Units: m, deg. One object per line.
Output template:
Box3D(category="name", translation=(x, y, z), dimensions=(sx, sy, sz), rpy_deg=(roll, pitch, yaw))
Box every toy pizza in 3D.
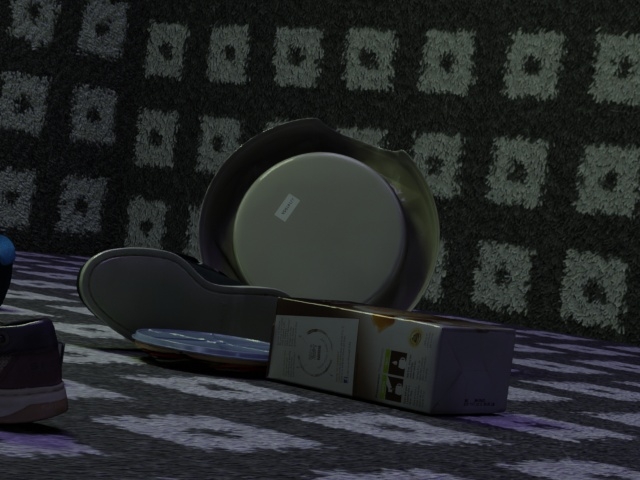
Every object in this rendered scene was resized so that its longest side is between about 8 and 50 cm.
Box3D(category="toy pizza", translation=(-0.127, 0.135, 1.987), dimensions=(0.201, 0.032, 0.201), rpy_deg=(8, 1, 0))

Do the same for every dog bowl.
Box3D(category="dog bowl", translation=(0.000, 0.000, 2.421), dimensions=(0.349, 0.348, 0.102), rpy_deg=(7, -13, 5))

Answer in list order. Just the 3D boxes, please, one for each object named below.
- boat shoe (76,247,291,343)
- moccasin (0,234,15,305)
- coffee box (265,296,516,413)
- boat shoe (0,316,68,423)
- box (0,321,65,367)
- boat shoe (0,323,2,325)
Box3D(category="boat shoe", translation=(-0.188, 0.078, 2.155), dimensions=(0.340, 0.127, 0.113), rpy_deg=(8, -1, -40))
Box3D(category="moccasin", translation=(-0.618, 0.030, 2.475), dimensions=(0.342, 0.116, 0.138), rpy_deg=(13, 16, 26))
Box3D(category="coffee box", translation=(0.077, 0.128, 1.874), dimensions=(0.246, 0.098, 0.141), rpy_deg=(8, 1, 41))
Box3D(category="boat shoe", translation=(-0.331, 0.088, 1.360), dimensions=(0.285, 0.092, 0.103), rpy_deg=(6, 3, 26))
Box3D(category="box", translation=(-0.380, 0.103, 1.668), dimensions=(0.191, 0.045, 0.184), rpy_deg=(7, 3, -32))
Box3D(category="boat shoe", translation=(-0.344, 0.083, 1.466), dimensions=(0.178, 0.060, 0.064), rpy_deg=(37, 24, -40))
